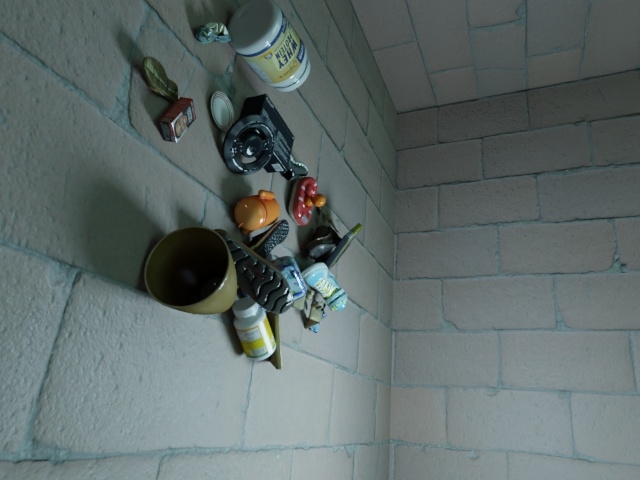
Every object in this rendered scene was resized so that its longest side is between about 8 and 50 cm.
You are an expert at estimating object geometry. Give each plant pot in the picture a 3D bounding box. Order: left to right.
[{"bbox_3d":[-0.336,0.118,1.311,0.254,0.237,0.237,71,23,-64],"label":"plant pot"}]

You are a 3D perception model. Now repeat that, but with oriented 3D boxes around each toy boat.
[{"bbox_3d":[-0.049,-0.185,2.086,0.151,0.151,0.231,53,41,-56],"label":"toy boat"}]

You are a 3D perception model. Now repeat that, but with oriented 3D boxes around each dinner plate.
[{"bbox_3d":[-0.351,-0.457,1.609,0.141,0.017,0.141,-4,90,-67],"label":"dinner plate"}]

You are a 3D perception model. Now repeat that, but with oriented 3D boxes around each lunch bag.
[{"bbox_3d":[-0.170,0.165,1.657,0.090,0.219,0.176,-109,179,-55],"label":"lunch bag"}]

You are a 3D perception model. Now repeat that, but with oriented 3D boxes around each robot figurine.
[{"bbox_3d":[-0.234,-0.108,1.678,0.128,0.158,0.219,67,25,-3],"label":"robot figurine"}]

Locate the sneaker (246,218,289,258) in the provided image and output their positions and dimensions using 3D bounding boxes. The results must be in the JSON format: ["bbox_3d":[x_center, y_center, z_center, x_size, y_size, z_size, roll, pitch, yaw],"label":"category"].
[{"bbox_3d":[-0.214,-0.011,1.707,0.234,0.097,0.084,-46,142,-37],"label":"sneaker"}]

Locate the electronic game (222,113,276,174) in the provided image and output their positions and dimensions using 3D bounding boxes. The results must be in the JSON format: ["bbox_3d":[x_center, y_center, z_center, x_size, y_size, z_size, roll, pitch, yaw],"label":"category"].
[{"bbox_3d":[-0.255,-0.346,1.648,0.229,0.048,0.229,-30,138,-31],"label":"electronic game"}]

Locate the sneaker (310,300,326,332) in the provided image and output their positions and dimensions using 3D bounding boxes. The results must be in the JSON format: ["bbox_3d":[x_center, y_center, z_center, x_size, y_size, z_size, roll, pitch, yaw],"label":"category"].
[{"bbox_3d":[-0.010,0.367,2.185,0.063,0.073,0.162,54,39,-52],"label":"sneaker"}]

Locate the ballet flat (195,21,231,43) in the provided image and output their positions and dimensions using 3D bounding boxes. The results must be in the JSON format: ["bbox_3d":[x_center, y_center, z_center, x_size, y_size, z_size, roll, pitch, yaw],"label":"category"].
[{"bbox_3d":[-0.358,-0.720,1.564,0.188,0.070,0.070,-56,137,-57],"label":"ballet flat"}]

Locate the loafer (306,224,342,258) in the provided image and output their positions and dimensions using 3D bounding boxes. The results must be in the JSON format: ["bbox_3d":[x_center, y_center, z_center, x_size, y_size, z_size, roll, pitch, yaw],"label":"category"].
[{"bbox_3d":[0.000,0.000,2.248,0.130,0.134,0.366,58,14,3],"label":"loafer"}]

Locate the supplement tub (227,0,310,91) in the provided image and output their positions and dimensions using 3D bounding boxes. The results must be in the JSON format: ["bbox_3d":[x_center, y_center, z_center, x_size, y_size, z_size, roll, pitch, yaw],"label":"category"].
[{"bbox_3d":[-0.190,-0.752,1.772,0.316,0.228,0.228,32,57,-62],"label":"supplement tub"}]

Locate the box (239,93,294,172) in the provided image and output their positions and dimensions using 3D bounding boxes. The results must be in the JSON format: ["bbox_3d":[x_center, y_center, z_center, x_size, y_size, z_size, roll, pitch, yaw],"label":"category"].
[{"bbox_3d":[-0.214,-0.422,1.816,0.261,0.103,0.184,52,44,-52],"label":"box"}]

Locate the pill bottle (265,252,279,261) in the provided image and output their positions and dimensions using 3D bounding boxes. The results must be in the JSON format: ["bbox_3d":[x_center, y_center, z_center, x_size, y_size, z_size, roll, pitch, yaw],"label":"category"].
[{"bbox_3d":[-0.179,0.136,1.773,0.215,0.117,0.117,59,34,-47],"label":"pill bottle"}]

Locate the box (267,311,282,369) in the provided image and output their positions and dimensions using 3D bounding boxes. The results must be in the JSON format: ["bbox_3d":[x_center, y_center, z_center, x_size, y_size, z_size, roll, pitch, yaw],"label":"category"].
[{"bbox_3d":[-0.177,0.379,1.738,0.164,0.021,0.201,165,-78,-74],"label":"box"}]

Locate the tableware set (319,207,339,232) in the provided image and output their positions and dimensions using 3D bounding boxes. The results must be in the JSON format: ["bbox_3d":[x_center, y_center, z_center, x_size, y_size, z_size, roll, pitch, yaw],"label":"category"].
[{"bbox_3d":[0.045,-0.115,2.366,0.168,0.020,0.141,58,7,36],"label":"tableware set"}]

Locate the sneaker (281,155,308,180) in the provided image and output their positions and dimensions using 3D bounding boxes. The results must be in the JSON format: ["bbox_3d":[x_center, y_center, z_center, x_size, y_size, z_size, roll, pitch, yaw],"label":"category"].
[{"bbox_3d":[-0.130,-0.312,2.035,0.234,0.078,0.106,24,70,-63],"label":"sneaker"}]

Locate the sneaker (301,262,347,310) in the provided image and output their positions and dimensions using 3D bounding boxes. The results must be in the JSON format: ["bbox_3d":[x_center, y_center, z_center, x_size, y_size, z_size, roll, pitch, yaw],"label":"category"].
[{"bbox_3d":[0.034,0.227,2.136,0.208,0.127,0.319,56,10,24],"label":"sneaker"}]

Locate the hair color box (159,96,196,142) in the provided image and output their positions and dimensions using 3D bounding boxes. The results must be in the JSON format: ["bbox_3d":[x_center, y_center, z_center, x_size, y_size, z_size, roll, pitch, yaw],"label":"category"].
[{"bbox_3d":[-0.426,-0.363,1.357,0.072,0.043,0.141,92,12,-47],"label":"hair color box"}]

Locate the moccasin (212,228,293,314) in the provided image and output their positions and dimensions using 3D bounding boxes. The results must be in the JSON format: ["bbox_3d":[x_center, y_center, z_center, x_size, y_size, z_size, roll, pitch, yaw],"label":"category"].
[{"bbox_3d":[-0.241,0.108,1.510,0.380,0.147,0.139,39,83,-22],"label":"moccasin"}]

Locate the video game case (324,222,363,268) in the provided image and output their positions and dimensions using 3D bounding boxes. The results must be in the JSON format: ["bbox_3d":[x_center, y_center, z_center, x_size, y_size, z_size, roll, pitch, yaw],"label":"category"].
[{"bbox_3d":[0.101,0.050,2.332,0.275,0.035,0.248,-55,173,26],"label":"video game case"}]

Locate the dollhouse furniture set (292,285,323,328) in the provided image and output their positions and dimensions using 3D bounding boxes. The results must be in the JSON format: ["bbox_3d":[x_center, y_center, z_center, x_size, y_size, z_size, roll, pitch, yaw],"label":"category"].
[{"bbox_3d":[-0.083,0.303,2.085,0.151,0.123,0.144,27,54,-23],"label":"dollhouse furniture set"}]

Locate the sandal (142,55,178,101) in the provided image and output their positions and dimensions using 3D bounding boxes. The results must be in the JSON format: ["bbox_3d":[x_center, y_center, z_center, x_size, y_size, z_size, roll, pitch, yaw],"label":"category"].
[{"bbox_3d":[-0.468,-0.457,1.306,0.180,0.049,0.072,51,44,-76],"label":"sandal"}]

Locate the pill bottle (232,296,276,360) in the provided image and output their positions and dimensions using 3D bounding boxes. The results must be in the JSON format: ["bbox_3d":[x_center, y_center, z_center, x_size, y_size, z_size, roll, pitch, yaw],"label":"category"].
[{"bbox_3d":[-0.239,0.309,1.602,0.117,0.118,0.208,-56,136,-56],"label":"pill bottle"}]
